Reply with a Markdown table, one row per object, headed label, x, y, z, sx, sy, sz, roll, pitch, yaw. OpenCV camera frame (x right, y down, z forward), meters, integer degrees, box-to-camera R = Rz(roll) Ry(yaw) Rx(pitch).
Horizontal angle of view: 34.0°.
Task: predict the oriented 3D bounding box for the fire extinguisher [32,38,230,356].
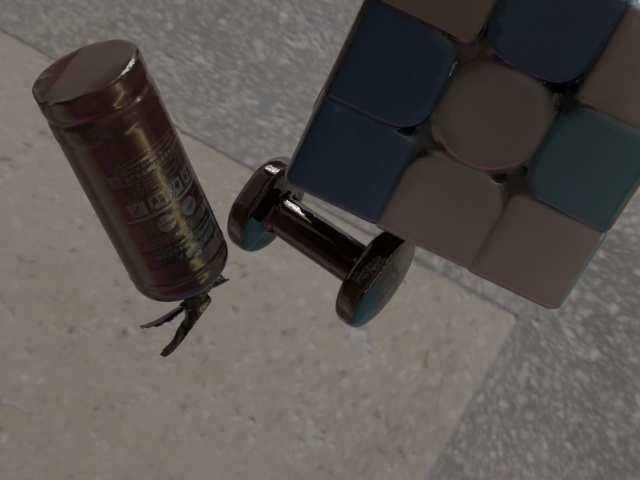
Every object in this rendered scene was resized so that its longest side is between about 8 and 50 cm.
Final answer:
| label | x | y | z | sx | sy | sz | roll | pitch | yaw |
| --- | --- | --- | --- | --- | --- | --- | --- | --- | --- |
| fire extinguisher | -0.185 | -0.033 | 1.102 | 0.135 | 0.114 | 0.337 | -38 | 128 | -21 |

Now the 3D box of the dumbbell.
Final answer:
| label | x | y | z | sx | sy | sz | roll | pitch | yaw |
| --- | --- | --- | --- | --- | --- | --- | --- | --- | --- |
| dumbbell | 0.000 | 0.000 | 1.343 | 0.225 | 0.124 | 0.140 | 33 | 87 | 19 |

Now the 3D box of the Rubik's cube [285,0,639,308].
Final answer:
| label | x | y | z | sx | sy | sz | roll | pitch | yaw |
| --- | --- | --- | --- | --- | --- | --- | --- | --- | --- |
| Rubik's cube | 0.199 | -0.191 | 1.199 | 0.347 | 0.344 | 0.346 | 24 | 116 | -4 |
